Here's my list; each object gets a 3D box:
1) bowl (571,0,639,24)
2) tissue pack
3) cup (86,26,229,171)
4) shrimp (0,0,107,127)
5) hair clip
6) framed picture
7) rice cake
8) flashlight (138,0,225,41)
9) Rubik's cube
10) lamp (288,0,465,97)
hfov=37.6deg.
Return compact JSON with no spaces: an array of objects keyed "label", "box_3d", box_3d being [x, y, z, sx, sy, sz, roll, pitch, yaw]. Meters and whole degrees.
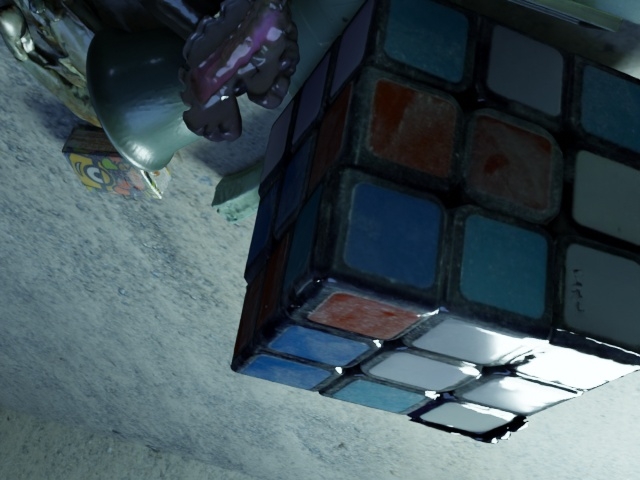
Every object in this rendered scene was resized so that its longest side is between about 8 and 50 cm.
[{"label":"bowl","box_3d":[0.176,-0.299,0.716,0.435,0.435,0.195,19,106,5]},{"label":"tissue pack","box_3d":[-0.330,-0.126,1.529,0.148,0.060,0.108,7,148,22]},{"label":"cup","box_3d":[-0.184,-0.204,1.221,0.150,0.199,0.199,-15,136,21]},{"label":"shrimp","box_3d":[-0.362,-0.268,1.316,0.247,0.085,0.360,17,155,25]},{"label":"hair clip","box_3d":[-0.059,-0.240,1.013,0.069,0.173,0.300,10,137,-35]},{"label":"framed picture","box_3d":[0.160,-0.229,0.845,0.203,0.150,0.015,19,106,1]},{"label":"rice cake","box_3d":[-0.049,-0.099,1.382,0.063,0.066,0.336,38,146,-25]},{"label":"flashlight","box_3d":[-0.283,-0.378,1.062,0.424,0.103,0.103,35,148,-24]},{"label":"Rubik's cube","box_3d":[0.124,-0.013,1.045,0.364,0.358,0.362,18,155,-12]},{"label":"lamp","box_3d":[0.036,-0.257,1.088,0.267,0.047,0.269,-3,141,33]}]
